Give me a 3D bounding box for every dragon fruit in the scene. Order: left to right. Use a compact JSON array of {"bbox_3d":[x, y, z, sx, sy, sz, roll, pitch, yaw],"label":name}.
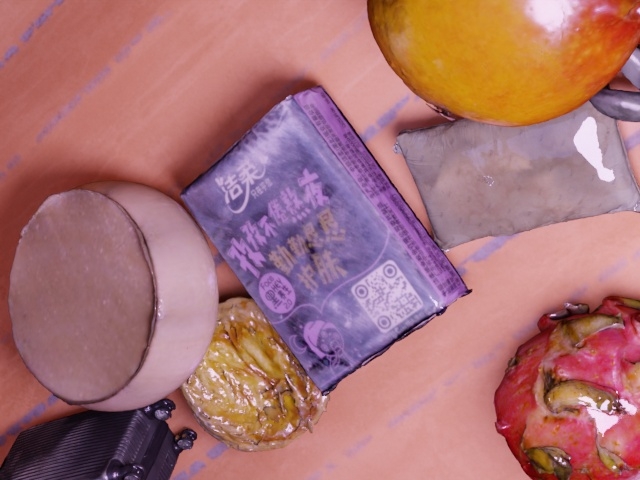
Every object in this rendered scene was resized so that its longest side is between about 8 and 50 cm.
[{"bbox_3d":[0.380,0.203,1.854,0.291,0.269,0.250,-22,107,31],"label":"dragon fruit"}]

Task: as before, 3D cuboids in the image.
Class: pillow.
[{"bbox_3d":[0.255,-0.090,1.903,0.303,0.075,0.184,-12,111,25],"label":"pillow"}]

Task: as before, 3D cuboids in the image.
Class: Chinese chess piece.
[{"bbox_3d":[-0.304,0.080,2.105,0.338,0.141,0.338,0,90,39],"label":"Chinese chess piece"}]

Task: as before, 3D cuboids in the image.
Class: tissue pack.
[{"bbox_3d":[0.000,0.000,1.999,0.259,0.122,0.361,-39,84,32],"label":"tissue pack"}]

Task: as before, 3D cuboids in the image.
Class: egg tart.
[{"bbox_3d":[-0.102,0.192,2.143,0.252,0.098,0.232,35,111,4],"label":"egg tart"}]

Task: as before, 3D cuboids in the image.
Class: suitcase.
[{"bbox_3d":[-0.359,0.359,2.243,0.312,0.202,0.128,-17,120,28],"label":"suitcase"}]

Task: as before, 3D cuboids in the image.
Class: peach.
[{"bbox_3d":[0.225,-0.310,1.702,0.290,0.372,0.372,18,124,-32],"label":"peach"}]

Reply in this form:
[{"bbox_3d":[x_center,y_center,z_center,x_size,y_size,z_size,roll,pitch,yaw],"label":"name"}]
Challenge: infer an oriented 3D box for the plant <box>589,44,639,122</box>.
[{"bbox_3d":[0.466,-0.150,1.758,0.275,0.149,0.146,38,99,5],"label":"plant"}]
